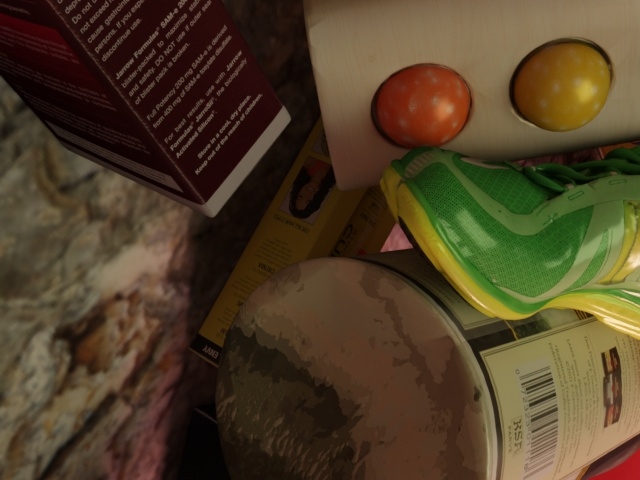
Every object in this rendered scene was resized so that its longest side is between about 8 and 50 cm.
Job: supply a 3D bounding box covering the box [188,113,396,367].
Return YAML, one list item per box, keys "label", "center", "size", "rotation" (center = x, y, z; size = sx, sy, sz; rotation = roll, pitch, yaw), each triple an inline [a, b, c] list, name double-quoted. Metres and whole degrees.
- label: "box"
  center: [0.000, 0.000, 0.702]
  size: [0.232, 0.058, 0.087]
  rotation: [-61, 144, -7]

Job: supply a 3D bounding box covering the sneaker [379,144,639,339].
- label: "sneaker"
  center: [0.159, -0.017, 0.559]
  size: [0.295, 0.109, 0.123]
  rotation: [11, 123, -34]

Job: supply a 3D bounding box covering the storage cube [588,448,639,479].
- label: "storage cube"
  center: [0.248, 0.166, 0.996]
  size: [0.193, 0.183, 0.215]
  rotation: [13, 100, -51]

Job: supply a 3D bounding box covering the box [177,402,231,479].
- label: "box"
  center: [-0.032, 0.207, 0.749]
  size: [0.156, 0.093, 0.158]
  rotation: [-2, 112, -51]

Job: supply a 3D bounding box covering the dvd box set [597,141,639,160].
- label: "dvd box set"
  center: [0.313, 0.005, 0.852]
  size: [0.307, 0.062, 0.420]
  rotation: [50, 25, -48]

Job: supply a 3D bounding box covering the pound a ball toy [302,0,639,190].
- label: "pound a ball toy"
  center: [0.102, -0.140, 0.542]
  size: [0.319, 0.136, 0.208]
  rotation: [-9, 130, 4]

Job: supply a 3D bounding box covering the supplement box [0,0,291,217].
- label: "supplement box"
  center: [-0.122, -0.122, 0.427]
  size: [0.073, 0.130, 0.239]
  rotation: [-54, 143, -16]

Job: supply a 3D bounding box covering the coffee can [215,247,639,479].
- label: "coffee can"
  center: [0.094, 0.099, 0.658]
  size: [0.275, 0.201, 0.202]
  rotation: [-6, 114, -51]
